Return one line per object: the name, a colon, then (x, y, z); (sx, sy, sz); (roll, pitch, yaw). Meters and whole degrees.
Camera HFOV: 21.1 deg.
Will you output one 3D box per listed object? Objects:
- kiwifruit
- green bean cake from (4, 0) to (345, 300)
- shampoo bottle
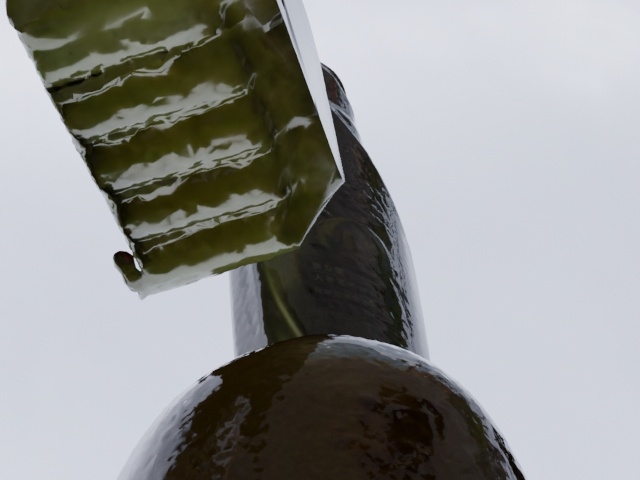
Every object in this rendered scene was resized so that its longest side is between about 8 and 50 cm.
kiwifruit: (0.001, 0.146, 0.667); (0.196, 0.196, 0.234); (10, -131, -8)
green bean cake: (-0.078, -0.125, 0.874); (0.124, 0.236, 0.233); (-17, -132, 5)
shampoo bottle: (0.000, 0.000, 1.075); (0.125, 0.084, 0.350); (30, -152, -22)
